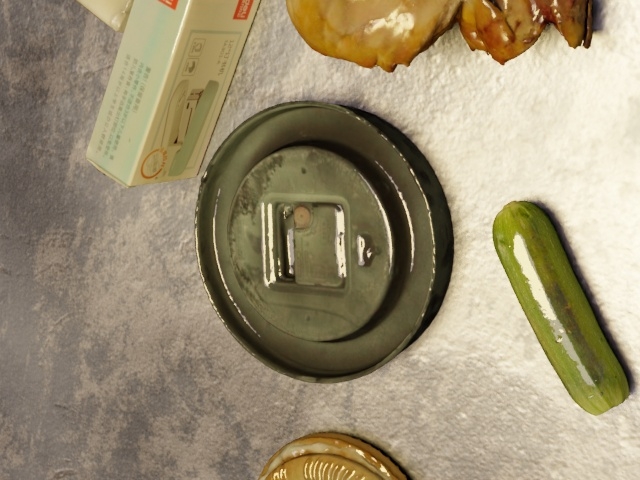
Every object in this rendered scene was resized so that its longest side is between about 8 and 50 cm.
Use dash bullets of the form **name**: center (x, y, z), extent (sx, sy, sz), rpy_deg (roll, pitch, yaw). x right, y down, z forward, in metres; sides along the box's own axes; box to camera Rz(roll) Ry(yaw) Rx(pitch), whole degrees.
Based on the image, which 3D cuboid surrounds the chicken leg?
- **chicken leg**: center (0.165, -0.310, 0.959), extent (0.295, 0.182, 0.409), rpy_deg (38, 100, 11)

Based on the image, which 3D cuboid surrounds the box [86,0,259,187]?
- **box**: center (-0.170, -0.197, 1.177), extent (0.079, 0.135, 0.269), rpy_deg (33, 114, 23)

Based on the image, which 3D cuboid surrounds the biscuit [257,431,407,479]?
- **biscuit**: center (0.020, 0.354, 1.188), extent (0.259, 0.079, 0.259), rpy_deg (6, 101, 31)

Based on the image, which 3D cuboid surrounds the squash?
- **squash**: center (0.236, 0.066, 1.013), extent (0.066, 0.066, 0.229), rpy_deg (-29, 84, 32)

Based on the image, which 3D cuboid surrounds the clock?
- **clock**: center (0.000, 0.001, 1.148), extent (0.318, 0.066, 0.319), rpy_deg (6, 101, 32)

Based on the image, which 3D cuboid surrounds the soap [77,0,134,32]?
- **soap**: center (-0.273, -0.353, 1.257), extent (0.183, 0.063, 0.121), rpy_deg (40, 116, 20)
